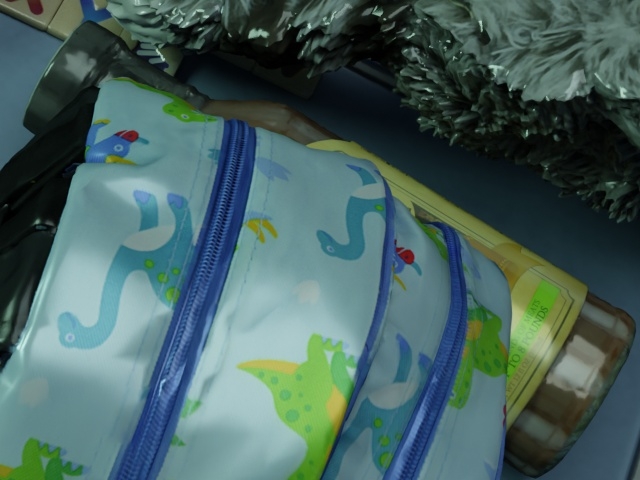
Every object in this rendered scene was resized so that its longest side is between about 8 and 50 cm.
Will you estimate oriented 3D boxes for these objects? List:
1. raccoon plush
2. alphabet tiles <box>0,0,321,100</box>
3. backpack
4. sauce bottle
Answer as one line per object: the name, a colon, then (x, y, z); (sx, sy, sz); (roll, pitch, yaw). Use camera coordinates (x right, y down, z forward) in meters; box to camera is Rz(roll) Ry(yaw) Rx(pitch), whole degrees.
raccoon plush: (0.132, -0.102, 1.153); (0.446, 0.299, 0.216); (15, 67, 26)
alphabet tiles: (-0.093, -0.180, 1.182); (0.237, 0.009, 0.198); (26, 55, -3)
backpack: (-0.078, 0.105, 0.755); (0.273, 0.355, 0.290); (12, 37, 4)
sauce bottle: (0.000, 0.000, 1.047); (0.344, 0.111, 0.111); (30, 55, 1)
